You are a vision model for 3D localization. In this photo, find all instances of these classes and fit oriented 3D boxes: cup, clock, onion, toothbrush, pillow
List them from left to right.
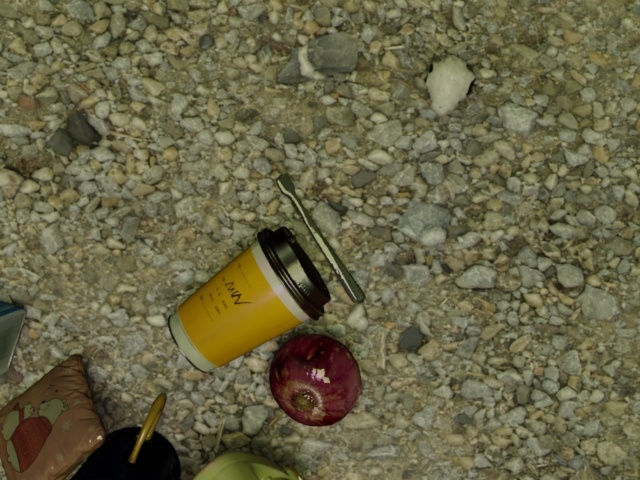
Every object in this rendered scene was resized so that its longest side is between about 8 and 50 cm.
[{"bbox_3d":[-0.494,0.343,1.173,0.223,0.236,0.084,-44,138,0],"label":"pillow"},{"bbox_3d":[-0.356,0.407,1.139,0.178,0.256,0.255,-4,90,-4],"label":"cup"},{"bbox_3d":[-0.130,0.525,1.139,0.117,0.348,0.286,31,88,38],"label":"clock"},{"bbox_3d":[-0.129,0.114,1.194,0.279,0.196,0.196,-35,93,5],"label":"cup"},{"bbox_3d":[-0.010,0.259,1.217,0.177,0.153,0.178,-1,102,-3],"label":"onion"},{"bbox_3d":[0.000,0.000,1.273,0.030,0.030,0.297,-34,94,-12],"label":"toothbrush"}]

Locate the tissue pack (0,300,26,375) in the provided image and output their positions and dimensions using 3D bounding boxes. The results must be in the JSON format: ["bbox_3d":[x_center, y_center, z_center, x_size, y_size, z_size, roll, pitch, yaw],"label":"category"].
[{"bbox_3d":[-0.695,0.160,1.143,0.263,0.198,0.146,17,92,-3],"label":"tissue pack"}]
